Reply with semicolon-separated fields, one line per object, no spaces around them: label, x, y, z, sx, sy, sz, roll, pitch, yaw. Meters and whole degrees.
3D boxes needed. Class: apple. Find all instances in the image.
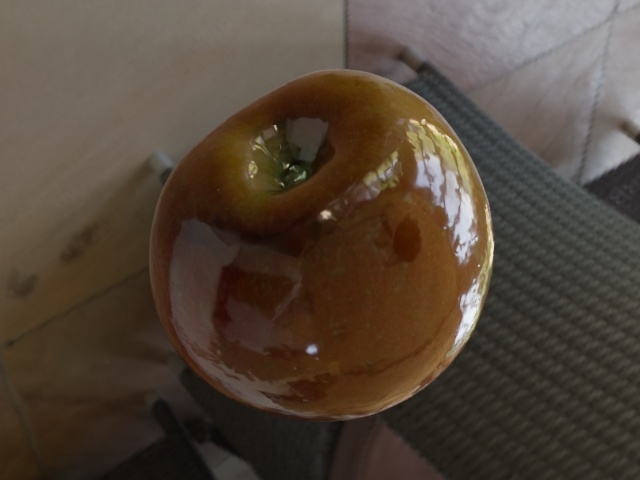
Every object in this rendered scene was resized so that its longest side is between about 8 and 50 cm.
apple;0.000;0.000;0.804;0.254;0.253;0.253;-29;144;-24
